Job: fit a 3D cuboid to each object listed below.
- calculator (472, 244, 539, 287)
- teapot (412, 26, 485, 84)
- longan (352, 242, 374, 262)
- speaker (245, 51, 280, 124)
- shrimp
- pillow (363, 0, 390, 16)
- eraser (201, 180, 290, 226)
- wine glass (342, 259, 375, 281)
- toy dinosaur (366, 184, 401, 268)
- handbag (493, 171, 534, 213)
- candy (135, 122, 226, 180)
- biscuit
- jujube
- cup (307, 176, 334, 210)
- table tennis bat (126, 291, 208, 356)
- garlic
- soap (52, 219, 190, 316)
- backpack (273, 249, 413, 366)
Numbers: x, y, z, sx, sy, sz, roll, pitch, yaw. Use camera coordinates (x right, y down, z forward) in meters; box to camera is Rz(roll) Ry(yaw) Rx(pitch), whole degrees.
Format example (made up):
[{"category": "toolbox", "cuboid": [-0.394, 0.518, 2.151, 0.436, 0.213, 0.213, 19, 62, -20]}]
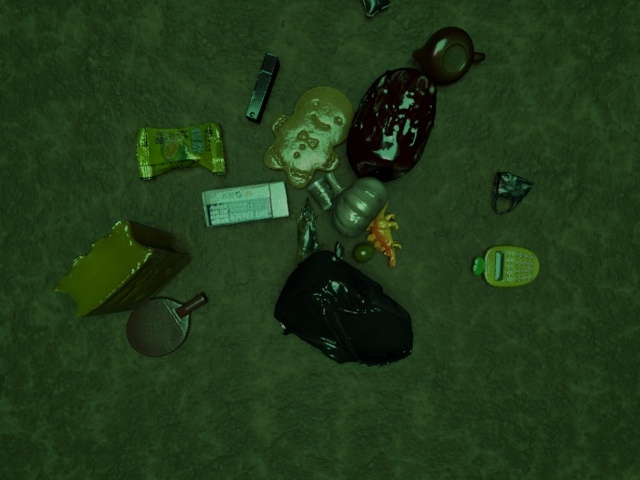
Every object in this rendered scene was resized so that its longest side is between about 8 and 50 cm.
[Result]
[{"category": "calculator", "cuboid": [0.640, 0.090, 1.548, 0.235, 0.032, 0.146, 2, 92, -2]}, {"category": "teapot", "cuboid": [0.428, -0.616, 1.484, 0.252, 0.135, 0.178, -8, 127, -18]}, {"category": "longan", "cuboid": [0.150, 0.045, 1.529, 0.075, 0.083, 0.075, -18, 59, 32]}, {"category": "speaker", "cuboid": [-0.193, -0.506, 1.497, 0.044, 0.082, 0.218, 19, 91, -1]}, {"category": "shrimp", "cuboid": [0.000, 0.000, 1.535, 0.169, 0.058, 0.295, 0, 95, -8]}, {"category": "pillow", "cuboid": [0.167, -0.828, 1.504, 0.091, 0.055, 0.135, -33, 90, 19]}, {"category": "eraser", "cuboid": [-0.248, -0.123, 1.510, 0.279, 0.081, 0.124, -8, 92, 0]}, {"category": "wine glass", "cuboid": [0.106, 0.127, 1.515, 0.155, 0.072, 0.072, 34, 92, -13]}, {"category": "toy dinosaur", "cuboid": [0.204, -0.044, 1.526, 0.117, 0.070, 0.288, -10, 87, 0]}, {"category": "handbag", "cuboid": [0.638, -0.157, 1.529, 0.115, 0.072, 0.139, 21, 105, -3]}, {"category": "candy", "cuboid": [-0.472, -0.300, 1.503, 0.297, 0.081, 0.187, -5, 90, 0]}, {"category": "biscuit", "cuboid": [-0.032, -0.357, 1.520, 0.275, 0.052, 0.355, 40, 92, -2]}, {"category": "jujube", "cuboid": [0.226, -0.364, 1.424, 0.259, 0.258, 0.376, 19, 96, -1]}, {"category": "cup", "cuboid": [0.018, -0.162, 1.526, 0.074, 0.102, 0.099, -34, 94, 39]}, {"category": "table tennis bat", "cuboid": [-0.528, 0.278, 1.545, 0.310, 0.038, 0.200, -32, 92, 1]}, {"category": "garlic", "cuboid": [0.090, -0.132, 1.425, 0.212, 0.218, 0.218, 41, 91, 1]}, {"category": "soap", "cuboid": [-0.595, 0.092, 1.386, 0.293, 0.335, 0.156, -44, 84, -3]}, {"category": "backpack", "cuboid": [0.086, 0.249, 1.416, 0.446, 0.363, 0.254, 30, 56, -11]}]
